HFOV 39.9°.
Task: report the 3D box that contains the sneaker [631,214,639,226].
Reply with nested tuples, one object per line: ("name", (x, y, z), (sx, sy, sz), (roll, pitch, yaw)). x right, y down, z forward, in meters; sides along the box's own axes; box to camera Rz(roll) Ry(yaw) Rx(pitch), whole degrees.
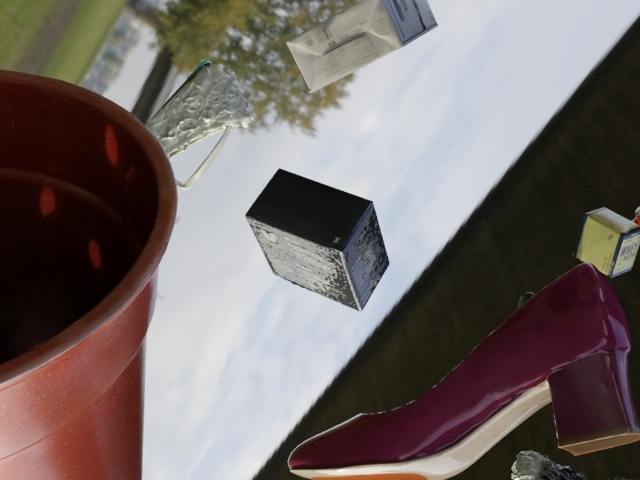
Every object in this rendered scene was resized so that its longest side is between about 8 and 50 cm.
("sneaker", (0.608, -0.035, 1.575), (0.119, 0.279, 0.107), (-9, -133, 18))

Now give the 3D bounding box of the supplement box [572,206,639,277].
("supplement box", (0.482, 0.003, 1.475), (0.083, 0.056, 0.083), (37, -48, 42))

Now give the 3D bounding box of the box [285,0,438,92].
("box", (0.076, -0.333, 1.412), (0.169, 0.087, 0.290), (-23, -169, 23))

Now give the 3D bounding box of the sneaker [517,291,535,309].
("sneaker", (0.388, 0.187, 1.574), (0.072, 0.077, 0.178), (-144, -114, -76))

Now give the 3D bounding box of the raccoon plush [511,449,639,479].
("raccoon plush", (0.612, 0.512, 1.647), (0.299, 0.447, 0.216), (122, -12, -50))

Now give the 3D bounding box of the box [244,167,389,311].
("box", (0.000, 0.000, 1.222), (0.093, 0.156, 0.158), (-57, 151, -23))

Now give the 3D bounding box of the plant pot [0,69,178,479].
("plant pot", (-0.215, 0.082, 0.517), (0.272, 0.273, 0.265), (-82, 177, -50))

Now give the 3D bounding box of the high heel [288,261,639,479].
("high heel", (0.136, 0.151, 0.929), (0.378, 0.127, 0.181), (-14, -116, 17))

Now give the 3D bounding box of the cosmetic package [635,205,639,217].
("cosmetic package", (0.663, -0.103, 1.377), (0.296, 0.153, 0.129), (-43, 173, 0))

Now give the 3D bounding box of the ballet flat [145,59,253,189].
("ballet flat", (-0.273, -0.112, 1.396), (0.409, 0.147, 0.147), (-40, -158, 11))
